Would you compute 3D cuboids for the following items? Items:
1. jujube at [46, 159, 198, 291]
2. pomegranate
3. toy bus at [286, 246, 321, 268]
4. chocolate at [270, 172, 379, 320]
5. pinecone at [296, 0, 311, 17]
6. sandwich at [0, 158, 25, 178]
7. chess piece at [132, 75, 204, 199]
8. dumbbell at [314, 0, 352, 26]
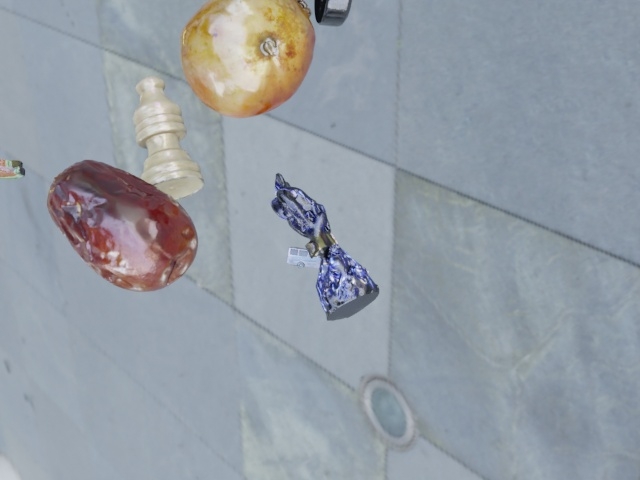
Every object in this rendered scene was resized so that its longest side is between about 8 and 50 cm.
[{"bbox_3d":[-0.402,-0.031,1.777,0.318,0.223,0.223,36,136,15],"label":"jujube"},{"bbox_3d":[-0.145,-0.353,1.639,0.229,0.252,0.270,40,165,-23],"label":"pomegranate"},{"bbox_3d":[-0.014,0.044,2.094,0.131,0.037,0.052,7,93,11],"label":"toy bus"},{"bbox_3d":[-0.004,-0.002,1.855,0.126,0.148,0.343,-30,80,15],"label":"chocolate"},{"bbox_3d":[-0.108,-0.508,2.000,0.150,0.179,0.195,50,155,-21],"label":"pinecone"},{"bbox_3d":[-0.488,-0.112,1.341,0.101,0.069,0.026,-5,75,62],"label":"sandwich"},{"bbox_3d":[-0.371,-0.253,2.067,0.139,0.124,0.307,-33,63,42],"label":"chess piece"},{"bbox_3d":[-0.051,-0.523,1.790,0.152,0.218,0.152,-176,90,-79],"label":"dumbbell"}]
